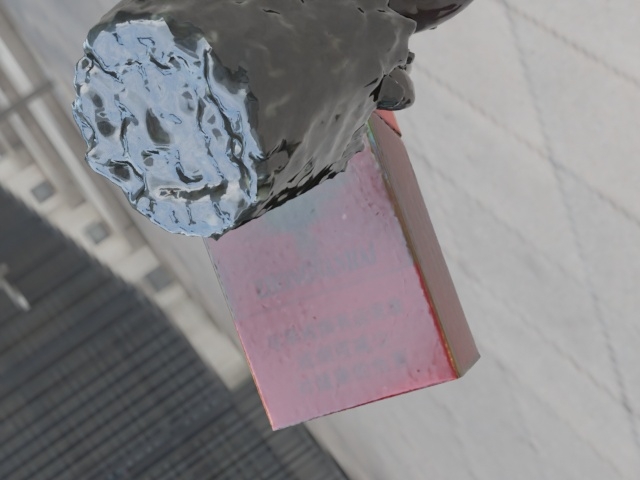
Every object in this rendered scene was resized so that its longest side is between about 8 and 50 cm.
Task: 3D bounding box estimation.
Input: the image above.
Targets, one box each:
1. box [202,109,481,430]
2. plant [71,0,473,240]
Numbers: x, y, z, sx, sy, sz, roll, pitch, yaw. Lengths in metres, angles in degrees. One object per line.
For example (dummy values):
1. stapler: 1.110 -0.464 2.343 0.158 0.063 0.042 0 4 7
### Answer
1. box: 0.001 0.000 1.399 0.313 0.197 0.089 70 -157 -5
2. plant: -0.024 -0.132 1.020 0.181 0.320 0.194 40 133 8
